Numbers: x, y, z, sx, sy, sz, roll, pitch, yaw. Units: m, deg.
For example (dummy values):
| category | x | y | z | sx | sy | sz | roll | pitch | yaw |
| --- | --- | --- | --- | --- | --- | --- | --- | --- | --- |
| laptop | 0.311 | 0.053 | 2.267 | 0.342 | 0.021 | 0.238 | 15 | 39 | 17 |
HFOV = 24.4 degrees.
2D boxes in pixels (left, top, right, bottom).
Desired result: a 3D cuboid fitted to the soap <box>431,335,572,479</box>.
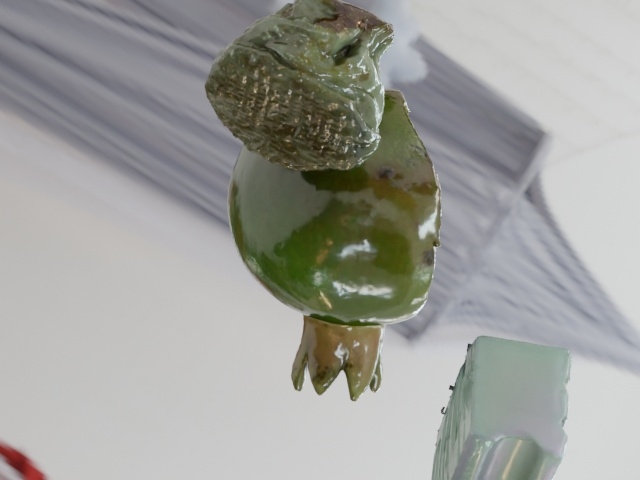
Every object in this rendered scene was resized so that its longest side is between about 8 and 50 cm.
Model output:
| category | x | y | z | sx | sy | sz | roll | pitch | yaw |
| --- | --- | --- | --- | --- | --- | --- | --- | --- | --- |
| soap | 0.155 | 0.186 | 1.326 | 0.230 | 0.091 | 0.145 | 102 | 0 | -50 |

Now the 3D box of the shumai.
| category | x | y | z | sx | sy | sz | roll | pitch | yaw |
| --- | --- | --- | --- | --- | --- | --- | --- | --- | --- |
| shumai | -0.015 | -0.168 | 1.443 | 0.142 | 0.184 | 0.184 | -57 | -179 | -35 |

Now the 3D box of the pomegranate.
| category | x | y | z | sx | sy | sz | roll | pitch | yaw |
| --- | --- | --- | --- | --- | --- | --- | --- | --- | --- |
| pomegranate | 0.000 | 0.000 | 1.648 | 0.310 | 0.216 | 0.358 | -131 | -131 | -72 |
